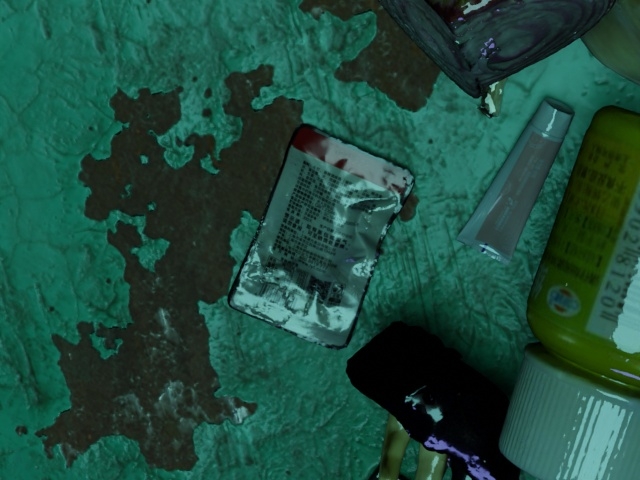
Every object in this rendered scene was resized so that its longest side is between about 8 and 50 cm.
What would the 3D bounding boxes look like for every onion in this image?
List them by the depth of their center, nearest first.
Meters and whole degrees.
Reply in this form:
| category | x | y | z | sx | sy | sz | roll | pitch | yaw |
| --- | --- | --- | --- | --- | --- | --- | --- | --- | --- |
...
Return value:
| category | x | y | z | sx | sy | sz | roll | pitch | yaw |
| --- | --- | --- | --- | --- | --- | --- | --- | --- | --- |
| onion | 0.173 | -0.293 | 1.493 | 0.230 | 0.272 | 0.256 | -43 | 89 | 6 |

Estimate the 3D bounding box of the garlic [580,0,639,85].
| category | x | y | z | sx | sy | sz | roll | pitch | yaw |
| --- | --- | --- | --- | --- | --- | --- | --- | --- | --- |
| garlic | 0.403 | -0.231 | 1.513 | 0.228 | 0.110 | 0.217 | 31 | 124 | -6 |

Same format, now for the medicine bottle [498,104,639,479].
| category | x | y | z | sx | sy | sz | roll | pitch | yaw |
| --- | --- | --- | --- | --- | --- | --- | --- | --- | --- |
| medicine bottle | 0.333 | 0.069 | 1.537 | 0.224 | 0.224 | 0.384 | 18 | 98 | 5 |

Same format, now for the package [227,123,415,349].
| category | x | y | z | sx | sy | sz | roll | pitch | yaw |
| --- | --- | --- | --- | --- | --- | --- | --- | --- | --- |
| package | 0.000 | 0.000 | 1.698 | 0.154 | 0.030 | 0.239 | 23 | 107 | 4 |

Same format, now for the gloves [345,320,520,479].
| category | x | y | z | sx | sy | sz | roll | pitch | yaw |
| --- | --- | --- | --- | --- | --- | --- | --- | --- | --- |
| gloves | 0.151 | 0.230 | 1.667 | 0.152 | 0.197 | 0.301 | -32 | 125 | -27 |

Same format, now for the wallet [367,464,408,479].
| category | x | y | z | sx | sy | sz | roll | pitch | yaw |
| --- | --- | --- | --- | --- | --- | --- | --- | --- | --- |
| wallet | 0.140 | 0.385 | 1.782 | 0.244 | 0.025 | 0.124 | 34 | 108 | -1 |

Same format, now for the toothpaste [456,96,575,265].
| category | x | y | z | sx | sy | sz | roll | pitch | yaw |
| --- | --- | --- | --- | --- | --- | --- | --- | --- | --- |
| toothpaste | 0.224 | -0.066 | 1.641 | 0.067 | 0.043 | 0.194 | 26 | 113 | 0 |
